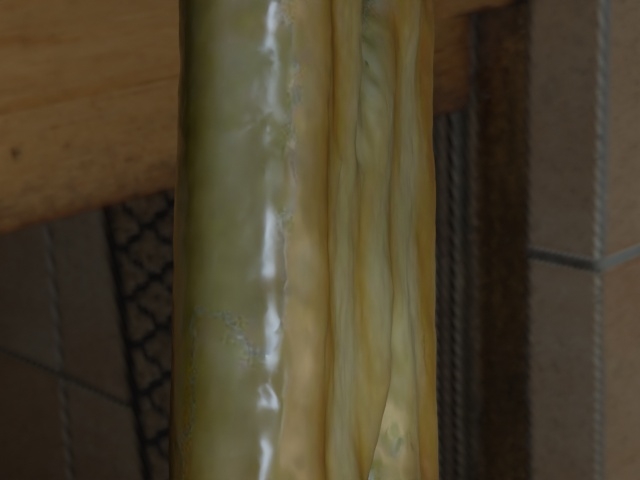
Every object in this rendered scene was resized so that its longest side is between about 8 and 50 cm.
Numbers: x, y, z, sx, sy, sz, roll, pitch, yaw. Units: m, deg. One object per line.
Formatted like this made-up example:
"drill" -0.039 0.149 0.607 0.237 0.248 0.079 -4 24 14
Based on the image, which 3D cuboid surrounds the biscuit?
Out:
"biscuit" 0.000 0.000 0.604 0.062 0.237 0.291 0 87 16
